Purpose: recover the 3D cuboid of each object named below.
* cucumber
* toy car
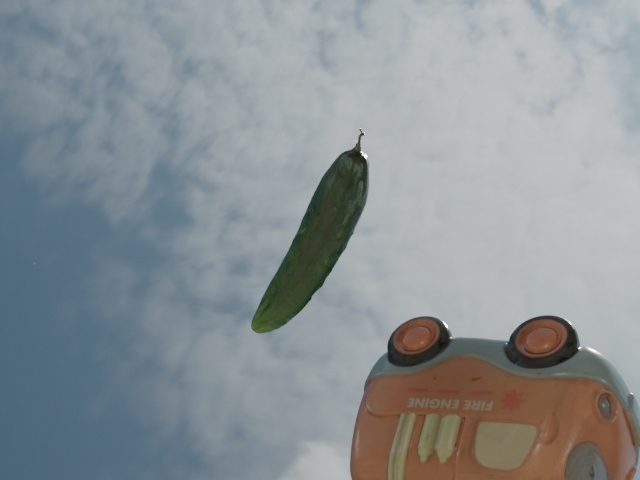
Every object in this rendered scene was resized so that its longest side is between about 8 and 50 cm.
[{"bbox_3d":[0.000,0.000,0.736,0.039,0.039,0.168,25,-75,-13],"label":"cucumber"},{"bbox_3d":[0.155,0.205,0.978,0.180,0.271,0.212,64,-143,-36],"label":"toy car"}]
